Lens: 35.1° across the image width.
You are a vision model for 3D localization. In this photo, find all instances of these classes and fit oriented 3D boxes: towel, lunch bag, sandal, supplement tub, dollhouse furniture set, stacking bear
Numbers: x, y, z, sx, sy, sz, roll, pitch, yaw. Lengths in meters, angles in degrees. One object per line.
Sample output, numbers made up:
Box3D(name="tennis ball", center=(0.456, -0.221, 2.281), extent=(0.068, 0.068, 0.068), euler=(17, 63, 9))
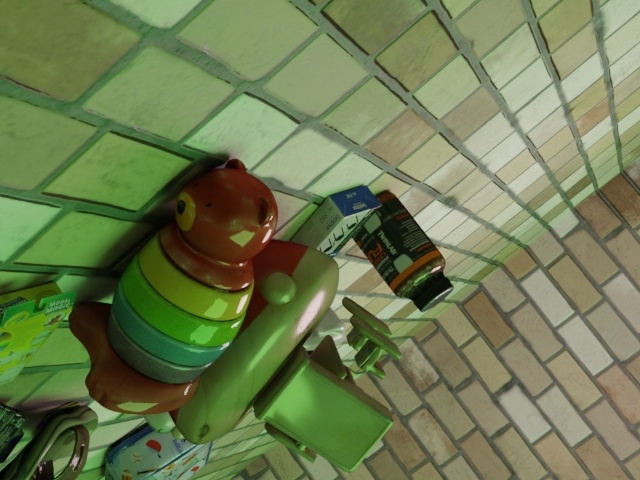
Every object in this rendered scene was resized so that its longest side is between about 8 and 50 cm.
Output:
Box3D(name="towel", center=(-0.417, 0.282, 1.587), extent=(0.060, 0.009, 0.083), euler=(-20, 158, -46))
Box3D(name="lunch bag", center=(-0.334, 0.460, 2.147), extent=(0.243, 0.115, 0.303), euler=(-33, 165, -25))
Box3D(name="sandal", center=(-0.387, 0.320, 1.509), extent=(0.120, 0.086, 0.303), euler=(-45, 176, 9))
Box3D(name="supplement tub", center=(0.137, 0.022, 1.693), extent=(0.106, 0.198, 0.106), euler=(-34, 165, -11))
Box3D(name="dollhouse furniture set", center=(-0.008, 0.201, 1.460), extent=(0.212, 0.161, 0.242), euler=(-52, -163, 9))
Box3D(name="stacking bear", center=(-0.151, 0.043, 1.175), extent=(0.164, 0.175, 0.289), euler=(15, 120, -36))

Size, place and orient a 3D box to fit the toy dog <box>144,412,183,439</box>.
Box3D(name="toy dog", center=(-0.150, 0.283, 1.914), extent=(0.333, 0.161, 0.220), euler=(-38, 166, 4))

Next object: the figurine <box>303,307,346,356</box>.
Box3D(name="figurine", center=(-0.065, 0.241, 2.155), extent=(0.209, 0.092, 0.215), euler=(-26, 162, -23))

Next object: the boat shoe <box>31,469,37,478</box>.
Box3D(name="boat shoe", center=(-0.523, 0.437, 1.760), extent=(0.043, 0.049, 0.137), euler=(-15, 159, -50))

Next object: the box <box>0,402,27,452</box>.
Box3D(name="box", center=(-0.440, 0.258, 1.347), extent=(0.083, 0.018, 0.067), euler=(-54, 149, -8))

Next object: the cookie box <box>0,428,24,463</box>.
Box3D(name="cookie box", center=(-0.481, 0.295, 1.411), extent=(0.107, 0.040, 0.092), euler=(-21, 158, -47))

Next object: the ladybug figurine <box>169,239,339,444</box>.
Box3D(name="ladybug figurine", center=(-0.117, 0.131, 1.444), extent=(0.305, 0.162, 0.449), euler=(-48, 174, -32))

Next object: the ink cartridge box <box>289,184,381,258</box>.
Box3D(name="ink cartridge box", center=(0.000, 0.000, 1.607), extent=(0.097, 0.046, 0.207), euler=(-19, 158, -48))

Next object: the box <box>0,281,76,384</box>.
Box3D(name="box", center=(-0.353, 0.108, 1.123), extent=(0.179, 0.043, 0.105), euler=(-43, 164, 32))
